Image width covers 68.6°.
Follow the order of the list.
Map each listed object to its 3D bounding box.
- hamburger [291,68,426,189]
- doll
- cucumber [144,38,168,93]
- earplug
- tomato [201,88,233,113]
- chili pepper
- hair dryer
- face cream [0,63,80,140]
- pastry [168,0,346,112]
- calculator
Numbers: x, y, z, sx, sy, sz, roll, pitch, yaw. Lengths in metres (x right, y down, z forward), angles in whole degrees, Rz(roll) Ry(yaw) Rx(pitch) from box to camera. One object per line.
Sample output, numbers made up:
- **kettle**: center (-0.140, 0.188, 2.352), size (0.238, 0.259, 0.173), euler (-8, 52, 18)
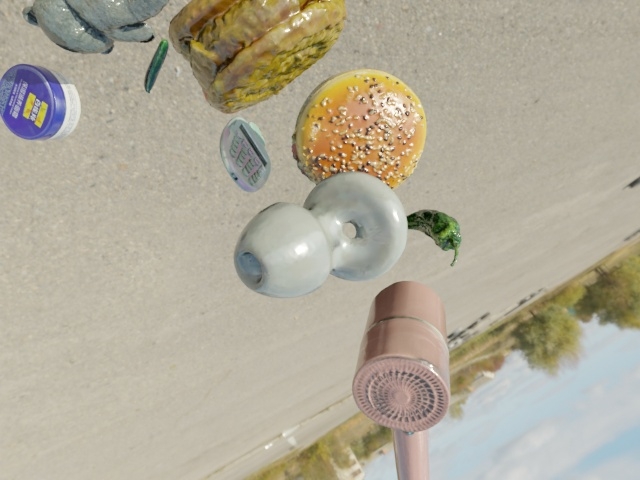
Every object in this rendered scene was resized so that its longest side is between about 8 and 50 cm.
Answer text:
- **hamburger**: center (0.085, -0.223, 1.030), size (0.301, 0.176, 0.300), euler (-3, 120, -5)
- **doll**: center (-0.491, -0.546, 1.067), size (0.341, 0.158, 0.246), euler (-21, 153, 30)
- **cucumber**: center (-0.473, -0.497, 1.340), size (0.036, 0.033, 0.184), euler (-28, 168, -50)
- **earplug**: center (-0.001, -0.001, 0.875), size (0.326, 0.214, 0.175), euler (-20, -175, -2)
- **tomato**: center (-0.371, -0.591, 1.839), size (0.195, 0.195, 0.136), euler (-4, 146, -51)
- **chili pepper**: center (0.229, -0.027, 1.004), size (0.122, 0.065, 0.279), euler (-33, -157, -15)
- **hair dryer**: center (0.134, 0.260, 0.728), size (0.126, 0.352, 0.210), euler (-1, -157, 13)
- **face cream**: center (-0.792, -0.387, 1.331), size (0.206, 0.206, 0.111), euler (-41, 177, 21)
- **pastry**: center (-0.070, -0.273, 0.633), size (0.235, 0.132, 0.240), euler (-25, -165, 12)
- **calculator**: center (-0.201, -0.238, 1.277), size (0.041, 0.298, 0.185), euler (-23, 119, 18)
